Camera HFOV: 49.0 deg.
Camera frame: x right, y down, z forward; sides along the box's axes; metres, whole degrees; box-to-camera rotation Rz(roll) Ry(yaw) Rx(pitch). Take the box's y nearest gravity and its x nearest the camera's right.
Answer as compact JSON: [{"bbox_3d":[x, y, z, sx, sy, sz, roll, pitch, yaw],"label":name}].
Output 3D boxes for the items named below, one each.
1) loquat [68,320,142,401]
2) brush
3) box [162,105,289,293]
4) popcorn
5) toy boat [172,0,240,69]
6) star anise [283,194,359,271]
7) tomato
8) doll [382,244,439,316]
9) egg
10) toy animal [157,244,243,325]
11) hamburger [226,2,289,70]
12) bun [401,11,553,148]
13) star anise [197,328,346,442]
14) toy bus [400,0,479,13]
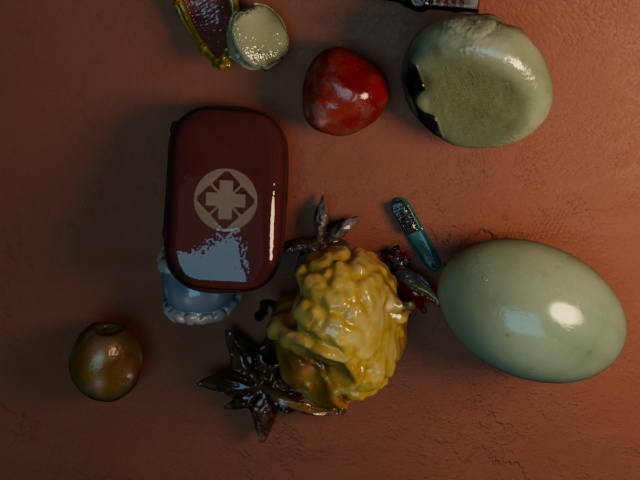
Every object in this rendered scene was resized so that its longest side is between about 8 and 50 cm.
[{"bbox_3d":[-0.543,0.311,1.778,0.179,0.179,0.228,17,121,6],"label":"loquat"},{"bbox_3d":[0.213,-0.008,1.559,0.043,0.032,0.193,-27,101,20],"label":"brush"},{"bbox_3d":[-0.202,-0.087,1.506,0.263,0.108,0.404,3,90,-4],"label":"box"},{"bbox_3d":[0.017,0.174,1.522,0.381,0.349,0.349,8,114,36],"label":"popcorn"},{"bbox_3d":[-0.245,-0.508,1.442,0.140,0.099,0.318,-19,102,15],"label":"toy boat"},{"bbox_3d":[0.010,0.013,1.596,0.172,0.063,0.208,42,113,-9],"label":"star anise"},{"bbox_3d":[0.046,-0.293,1.428,0.187,0.151,0.187,4,115,8],"label":"tomato"},{"bbox_3d":[0.199,0.091,1.589,0.109,0.057,0.169,-25,91,40],"label":"doll"},{"bbox_3d":[0.426,0.142,1.433,0.388,0.276,0.276,24,114,6],"label":"egg"},{"bbox_3d":[-0.290,0.089,1.645,0.208,0.156,0.204,3,115,8],"label":"toy animal"},{"bbox_3d":[-0.126,-0.414,1.432,0.062,0.140,0.133,12,120,57],"label":"hamburger"},{"bbox_3d":[0.304,-0.322,1.333,0.293,0.187,0.293,19,153,10],"label":"bun"},{"bbox_3d":[-0.128,0.359,1.736,0.349,0.109,0.292,46,118,-7],"label":"star anise"},{"bbox_3d":[0.109,-0.505,1.364,0.408,0.093,0.092,12,105,7],"label":"toy bus"}]
